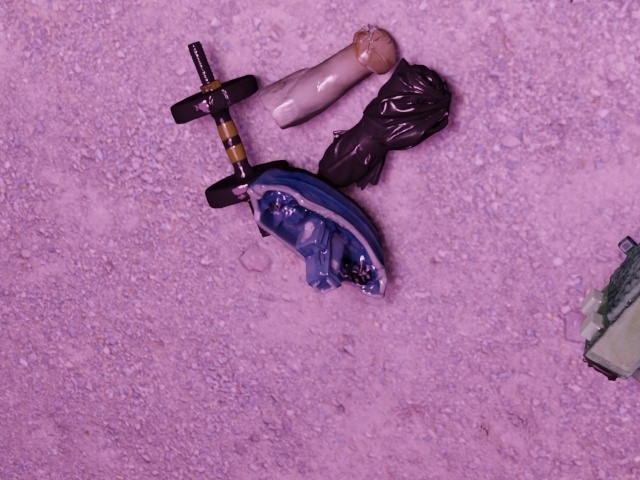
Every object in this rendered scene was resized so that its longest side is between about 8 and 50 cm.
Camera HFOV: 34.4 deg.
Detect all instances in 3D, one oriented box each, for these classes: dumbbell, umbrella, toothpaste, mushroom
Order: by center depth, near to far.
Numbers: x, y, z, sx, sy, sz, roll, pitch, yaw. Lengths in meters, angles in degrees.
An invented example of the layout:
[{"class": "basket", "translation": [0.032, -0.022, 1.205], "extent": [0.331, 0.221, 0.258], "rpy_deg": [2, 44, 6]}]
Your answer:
[{"class": "toothpaste", "translation": [0.470, 0.029, 1.508], "extent": [0.083, 0.017, 0.020], "rpy_deg": [45, 120, 1]}, {"class": "mushroom", "translation": [0.014, -0.243, 1.555], "extent": [0.223, 0.092, 0.081], "rpy_deg": [-27, 76, 20]}, {"class": "umbrella", "translation": [0.062, -0.139, 1.570], "extent": [0.118, 0.118, 0.340], "rpy_deg": [49, 123, -2]}, {"class": "dumbbell", "translation": [-0.140, -0.156, 1.625], "extent": [0.143, 0.143, 0.325], "rpy_deg": [-14, 105, 28]}]

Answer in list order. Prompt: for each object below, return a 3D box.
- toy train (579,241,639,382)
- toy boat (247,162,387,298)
[{"class": "toy train", "translation": [0.494, 0.092, 1.432], "extent": [0.188, 0.159, 0.272], "rpy_deg": [29, 127, -2]}, {"class": "toy boat", "translation": [0.000, 0.000, 1.573], "extent": [0.129, 0.142, 0.309], "rpy_deg": [-23, 131, 36]}]
